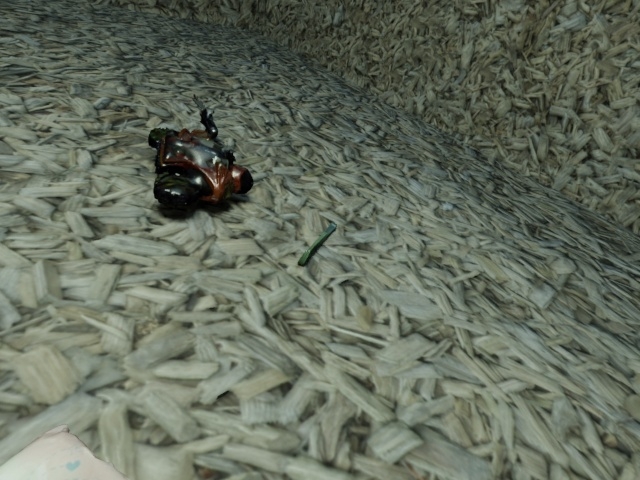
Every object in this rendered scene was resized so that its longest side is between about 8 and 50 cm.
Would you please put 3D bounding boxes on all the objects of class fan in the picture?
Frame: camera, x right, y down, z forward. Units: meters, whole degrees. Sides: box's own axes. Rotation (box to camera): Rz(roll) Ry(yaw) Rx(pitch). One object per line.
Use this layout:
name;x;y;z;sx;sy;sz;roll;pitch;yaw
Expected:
fan;0.000;0.000;0.921;0.016;0.038;0.193;36;30;3

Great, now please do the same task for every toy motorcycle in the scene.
toy motorcycle;-0.264;-0.192;0.980;0.207;0.134;0.401;3;36;-27

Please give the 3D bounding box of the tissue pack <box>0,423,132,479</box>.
tissue pack;-0.218;0.256;0.221;0.124;0.201;0.271;35;33;12
